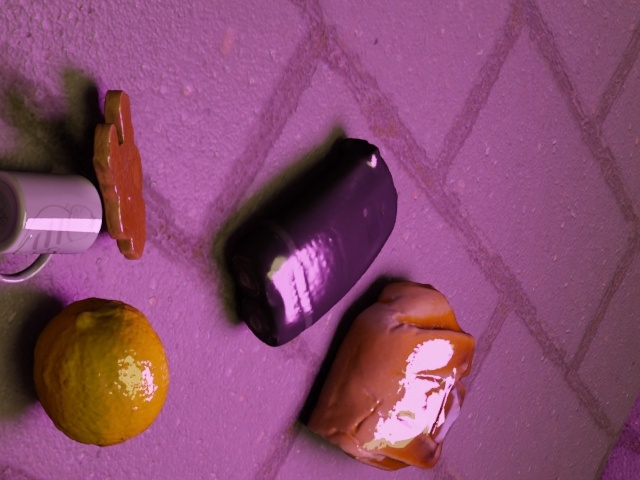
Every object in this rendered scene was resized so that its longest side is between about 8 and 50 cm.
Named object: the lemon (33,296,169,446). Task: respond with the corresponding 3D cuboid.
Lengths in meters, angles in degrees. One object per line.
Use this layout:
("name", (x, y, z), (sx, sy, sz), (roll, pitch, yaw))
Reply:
("lemon", (-0.283, 0.168, 1.739), (0.180, 0.180, 0.193), (-49, 119, -29))

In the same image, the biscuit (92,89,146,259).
("biscuit", (-0.254, -0.076, 1.721), (0.144, 0.040, 0.236), (-76, 169, -46))

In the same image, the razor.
("razor", (0.001, 0.001, 2.114), (0.349, 0.113, 0.204), (-44, 136, -34))

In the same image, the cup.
("cup", (-0.340, -0.014, 1.615), (0.133, 0.099, 0.136), (1, 92, -56))

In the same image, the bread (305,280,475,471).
("bread", (0.160, 0.244, 2.392), (0.341, 0.210, 0.300), (-65, 149, -9))
